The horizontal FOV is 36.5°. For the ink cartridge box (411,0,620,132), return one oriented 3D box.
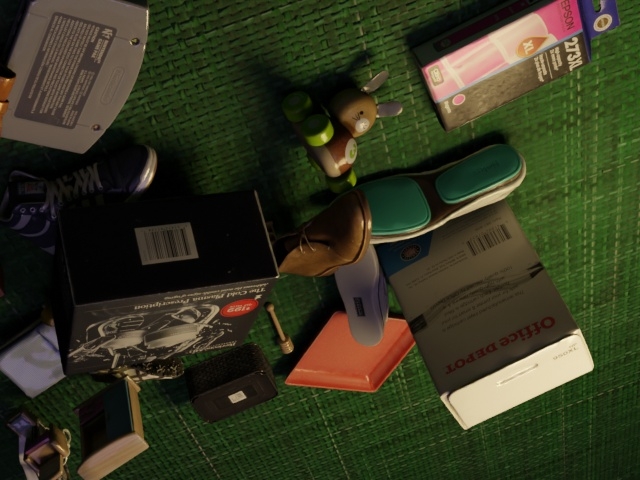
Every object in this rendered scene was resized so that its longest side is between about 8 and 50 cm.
[{"bbox_3d":[0.354,-0.341,1.695,0.371,0.069,0.176,-28,139,4],"label":"ink cartridge box"}]

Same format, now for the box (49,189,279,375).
[{"bbox_3d":[-0.284,0.077,1.698,0.343,0.179,0.312,-7,156,-21],"label":"box"}]

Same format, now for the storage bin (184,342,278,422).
[{"bbox_3d":[-0.198,0.318,2.157,0.180,0.084,0.122,-22,139,2],"label":"storage bin"}]

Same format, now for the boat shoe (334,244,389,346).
[{"bbox_3d":[0.097,0.091,2.026,0.096,0.088,0.267,-2,119,24],"label":"boat shoe"}]

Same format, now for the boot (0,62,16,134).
[{"bbox_3d":[-0.600,-0.206,1.402,0.283,0.109,0.220,25,118,-18],"label":"boot"}]

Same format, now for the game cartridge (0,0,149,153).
[{"bbox_3d":[-0.381,-0.266,1.479,0.196,0.060,0.294,14,129,-29],"label":"game cartridge"}]

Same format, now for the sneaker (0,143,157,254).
[{"bbox_3d":[-0.415,-0.087,1.621,0.282,0.099,0.153,-35,139,20],"label":"sneaker"}]

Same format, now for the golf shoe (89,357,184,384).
[{"bbox_3d":[-0.389,0.269,2.040,0.198,0.077,0.094,9,135,-16],"label":"golf shoe"}]

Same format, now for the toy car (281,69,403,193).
[{"bbox_3d":[0.055,-0.205,1.668,0.188,0.149,0.155,-33,138,-4],"label":"toy car"}]

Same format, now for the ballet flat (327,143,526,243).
[{"bbox_3d":[0.209,-0.071,1.887,0.400,0.139,0.139,-19,139,-3],"label":"ballet flat"}]

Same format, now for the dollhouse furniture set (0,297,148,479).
[{"bbox_3d":[-0.518,0.303,1.850,0.286,0.198,0.303,-33,120,3],"label":"dollhouse furniture set"}]

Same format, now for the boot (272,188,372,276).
[{"bbox_3d":[0.000,0.000,1.743,0.115,0.112,0.305,-4,160,-24],"label":"boot"}]

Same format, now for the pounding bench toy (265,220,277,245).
[{"bbox_3d":[-0.125,0.010,1.869,0.083,0.065,0.052,-11,138,-10],"label":"pounding bench toy"}]

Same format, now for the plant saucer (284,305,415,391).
[{"bbox_3d":[0.076,0.243,2.217,0.259,0.048,0.258,10,130,-31],"label":"plant saucer"}]

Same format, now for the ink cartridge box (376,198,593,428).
[{"bbox_3d":[0.319,0.130,1.929,0.285,0.395,0.166,-27,138,8],"label":"ink cartridge box"}]

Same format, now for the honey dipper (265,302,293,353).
[{"bbox_3d":[-0.093,0.189,2.104,0.030,0.030,0.160,-21,136,0],"label":"honey dipper"}]

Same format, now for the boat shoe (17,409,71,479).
[{"bbox_3d":[-0.599,0.462,2.122,0.105,0.113,0.306,-5,137,-11],"label":"boat shoe"}]

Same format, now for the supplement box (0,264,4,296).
[{"bbox_3d":[-0.685,0.083,1.711,0.233,0.080,0.078,-17,138,-6],"label":"supplement box"}]
